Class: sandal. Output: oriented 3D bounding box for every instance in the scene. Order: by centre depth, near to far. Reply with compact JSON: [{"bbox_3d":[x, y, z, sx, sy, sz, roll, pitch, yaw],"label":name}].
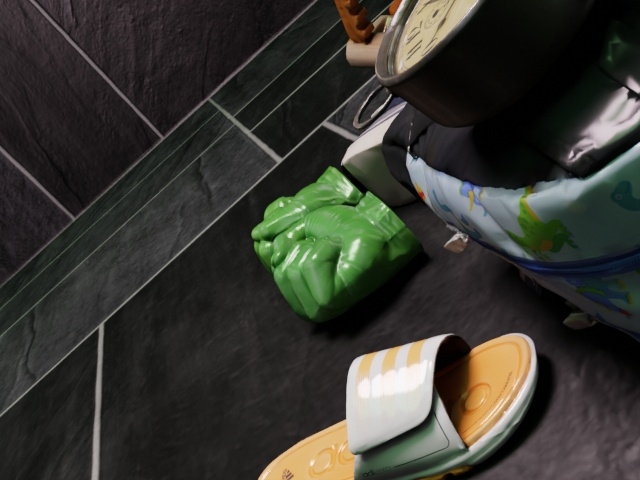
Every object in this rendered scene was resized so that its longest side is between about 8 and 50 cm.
[{"bbox_3d":[0.033,0.134,0.594,0.265,0.076,0.102,-33,23,24],"label":"sandal"}]

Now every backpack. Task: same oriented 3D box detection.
[{"bbox_3d":[0.204,-0.075,0.504,0.290,0.273,0.355,-40,0,4],"label":"backpack"}]

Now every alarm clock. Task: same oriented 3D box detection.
[{"bbox_3d":[0.078,-0.114,0.440,0.192,0.064,0.129,-34,30,46],"label":"alarm clock"}]

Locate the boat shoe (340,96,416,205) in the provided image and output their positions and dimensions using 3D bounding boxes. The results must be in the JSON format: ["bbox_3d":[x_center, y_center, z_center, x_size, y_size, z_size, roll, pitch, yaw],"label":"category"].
[{"bbox_3d":[0.161,-0.151,0.850,0.341,0.127,0.158,-14,42,53],"label":"boat shoe"}]

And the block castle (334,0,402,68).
[{"bbox_3d":[0.186,-0.467,1.169,0.213,0.303,0.453,14,57,42],"label":"block castle"}]

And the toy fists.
[{"bbox_3d":[0.000,0.000,0.894,0.142,0.096,0.279,-43,22,0],"label":"toy fists"}]
